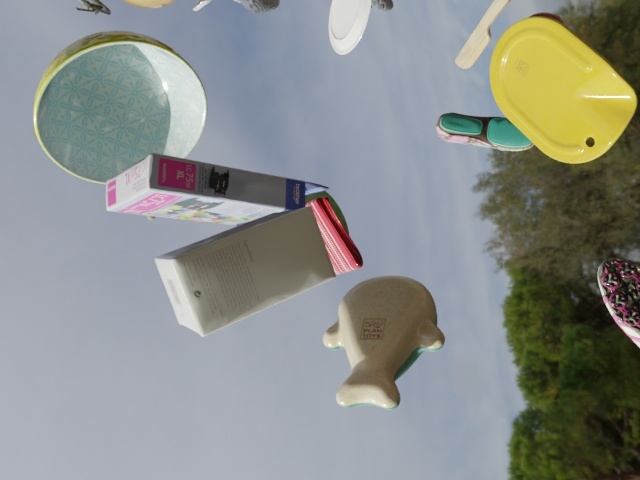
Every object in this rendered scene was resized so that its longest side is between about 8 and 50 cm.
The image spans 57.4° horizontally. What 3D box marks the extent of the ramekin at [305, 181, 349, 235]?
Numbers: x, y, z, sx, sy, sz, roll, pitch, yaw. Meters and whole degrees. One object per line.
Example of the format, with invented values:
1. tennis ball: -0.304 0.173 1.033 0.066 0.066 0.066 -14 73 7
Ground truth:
1. ramekin: -0.070 -0.012 1.762 0.148 0.303 0.303 -25 -74 -39

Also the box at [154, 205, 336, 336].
1. box: -0.092 0.032 0.693 0.170 0.130 0.091 -22 -83 -22

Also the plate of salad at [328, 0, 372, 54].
1. plate of salad: 0.075 -0.541 1.382 0.048 0.200 0.199 3 -100 -28

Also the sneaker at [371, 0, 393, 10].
1. sneaker: 0.110 -0.447 1.018 0.098 0.069 0.038 25 -120 -37

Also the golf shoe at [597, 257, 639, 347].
1. golf shoe: 0.449 0.108 0.825 0.186 0.067 0.086 57 -176 7

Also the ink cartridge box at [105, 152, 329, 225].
1. ink cartridge box: -0.160 -0.069 0.943 0.311 0.186 0.065 4 -99 -37

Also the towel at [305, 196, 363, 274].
1. towel: 0.000 0.000 1.493 0.031 0.275 0.199 -33 -86 -24

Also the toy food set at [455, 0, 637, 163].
1. toy food set: 0.268 -0.189 0.665 0.071 0.128 0.218 -23 -116 -28

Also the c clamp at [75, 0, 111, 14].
1. c clamp: -0.556 -0.569 1.353 0.161 0.022 0.137 43 -158 14

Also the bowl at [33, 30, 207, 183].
1. bowl: -0.366 -0.260 1.053 0.289 0.289 0.156 38 -164 -51

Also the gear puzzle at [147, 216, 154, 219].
1. gear puzzle: -0.349 -0.116 1.711 0.339 0.175 0.044 -13 -98 -27

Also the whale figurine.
1. whale figurine: 0.111 0.187 1.012 0.272 0.216 0.141 -71 -31 -45

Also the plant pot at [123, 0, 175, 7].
1. plant pot: -0.155 -0.300 0.436 0.032 0.236 0.236 -27 -72 -46

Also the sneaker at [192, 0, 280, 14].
1. sneaker: -0.216 -0.577 1.300 0.137 0.210 0.366 58 -166 -45

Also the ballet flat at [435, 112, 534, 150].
1. ballet flat: 0.374 -0.242 1.334 0.079 0.221 0.077 57 -134 -72
